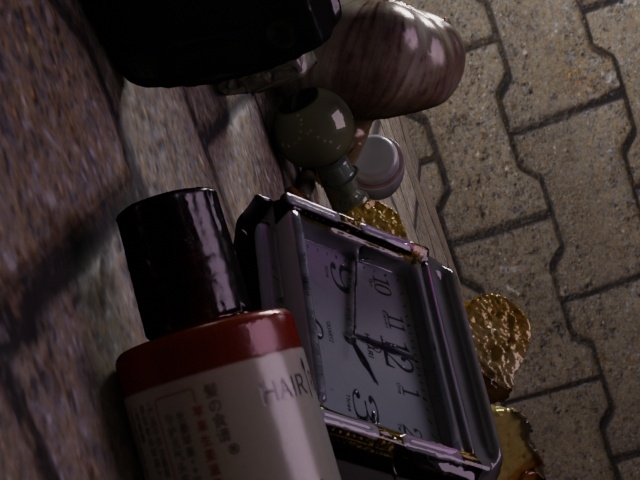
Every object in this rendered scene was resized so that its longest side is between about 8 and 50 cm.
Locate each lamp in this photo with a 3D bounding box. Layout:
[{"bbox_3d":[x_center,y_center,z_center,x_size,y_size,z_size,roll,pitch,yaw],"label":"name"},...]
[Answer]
[{"bbox_3d":[0.010,-0.092,1.338,0.091,0.091,0.163,-92,157,-57],"label":"lamp"}]

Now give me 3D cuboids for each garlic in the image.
[{"bbox_3d":[0.037,-0.177,1.445,0.245,0.245,0.253,-74,178,-72],"label":"garlic"}]

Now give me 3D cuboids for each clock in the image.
[{"bbox_3d":[0.027,0.086,0.909,0.186,0.083,0.253,22,39,-27],"label":"clock"}]

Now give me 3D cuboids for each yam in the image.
[{"bbox_3d":[-0.016,-0.065,1.372,0.116,0.021,0.021,-81,152,-71],"label":"yam"}]

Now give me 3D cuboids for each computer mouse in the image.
[{"bbox_3d":[-0.097,-0.232,0.784,0.100,0.170,0.269,-72,149,-48],"label":"computer mouse"}]

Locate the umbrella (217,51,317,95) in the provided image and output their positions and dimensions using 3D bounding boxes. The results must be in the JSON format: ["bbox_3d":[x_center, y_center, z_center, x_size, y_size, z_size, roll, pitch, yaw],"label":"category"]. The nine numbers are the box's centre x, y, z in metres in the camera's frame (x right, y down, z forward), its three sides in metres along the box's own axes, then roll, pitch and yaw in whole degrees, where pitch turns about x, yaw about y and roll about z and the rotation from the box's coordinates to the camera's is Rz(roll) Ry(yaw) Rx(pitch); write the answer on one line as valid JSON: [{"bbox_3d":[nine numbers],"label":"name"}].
[{"bbox_3d":[-0.097,-0.306,1.092,0.106,0.113,0.358,-45,119,-54],"label":"umbrella"}]

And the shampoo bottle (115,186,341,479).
[{"bbox_3d":[-0.050,0.107,0.657,0.104,0.104,0.278,18,55,-78],"label":"shampoo bottle"}]

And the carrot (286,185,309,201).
[{"bbox_3d":[0.000,0.000,1.320,0.035,0.035,0.142,-87,154,-63],"label":"carrot"}]

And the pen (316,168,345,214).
[{"bbox_3d":[0.042,-0.007,1.414,0.040,0.032,0.233,-166,-127,-77],"label":"pen"}]

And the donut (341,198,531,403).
[{"bbox_3d":[0.096,0.074,1.285,0.259,0.101,0.152,38,-26,1],"label":"donut"}]

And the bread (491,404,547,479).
[{"bbox_3d":[0.164,0.298,1.281,0.135,0.178,0.240,-94,166,-57],"label":"bread"}]

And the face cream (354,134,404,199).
[{"bbox_3d":[0.082,-0.107,1.787,0.095,0.091,0.091,71,5,-67],"label":"face cream"}]
